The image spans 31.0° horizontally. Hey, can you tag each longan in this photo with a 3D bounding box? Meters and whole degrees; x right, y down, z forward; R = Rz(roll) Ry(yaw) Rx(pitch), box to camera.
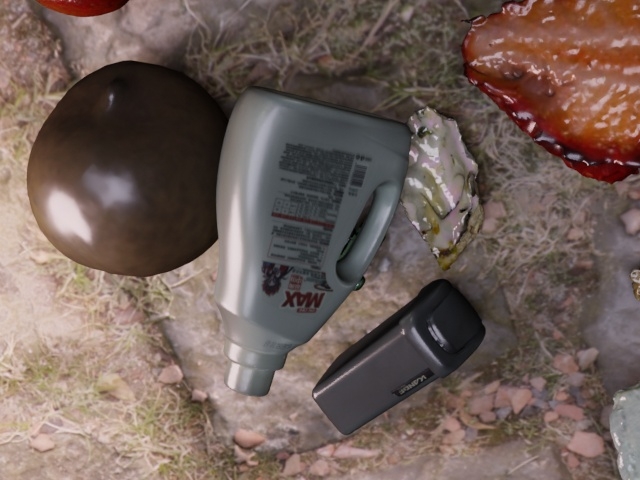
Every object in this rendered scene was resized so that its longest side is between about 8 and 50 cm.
[{"bbox_3d":[-0.250,-0.095,1.576,0.297,0.297,0.297,4,105,13],"label":"longan"}]

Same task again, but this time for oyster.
[{"bbox_3d":[0.170,-0.079,1.585,0.133,0.072,0.209,-34,75,26],"label":"oyster"}]

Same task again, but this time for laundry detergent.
[{"bbox_3d":[-0.033,0.013,1.532,0.264,0.125,0.397,9,100,-33],"label":"laundry detergent"}]

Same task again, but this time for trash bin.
[{"bbox_3d":[0.113,0.155,1.600,0.236,0.176,0.101,-38,94,23],"label":"trash bin"}]

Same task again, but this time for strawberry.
[{"bbox_3d":[0.339,-0.190,1.471,0.280,0.150,0.253,-12,81,19],"label":"strawberry"}]

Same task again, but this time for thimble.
[{"bbox_3d":[0.486,0.294,1.525,0.172,0.205,0.250,-12,107,17],"label":"thimble"}]

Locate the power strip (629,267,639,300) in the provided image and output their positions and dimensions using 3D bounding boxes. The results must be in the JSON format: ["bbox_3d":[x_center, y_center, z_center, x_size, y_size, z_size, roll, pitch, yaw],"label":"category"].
[{"bbox_3d":[0.557,0.105,1.546,0.305,0.044,0.064,25,109,8],"label":"power strip"}]

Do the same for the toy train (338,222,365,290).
[{"bbox_3d":[0.000,0.000,1.646,0.170,0.071,0.111,32,100,5],"label":"toy train"}]

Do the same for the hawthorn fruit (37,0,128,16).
[{"bbox_3d":[-0.310,-0.383,1.573,0.188,0.169,0.169,20,109,-4],"label":"hawthorn fruit"}]
